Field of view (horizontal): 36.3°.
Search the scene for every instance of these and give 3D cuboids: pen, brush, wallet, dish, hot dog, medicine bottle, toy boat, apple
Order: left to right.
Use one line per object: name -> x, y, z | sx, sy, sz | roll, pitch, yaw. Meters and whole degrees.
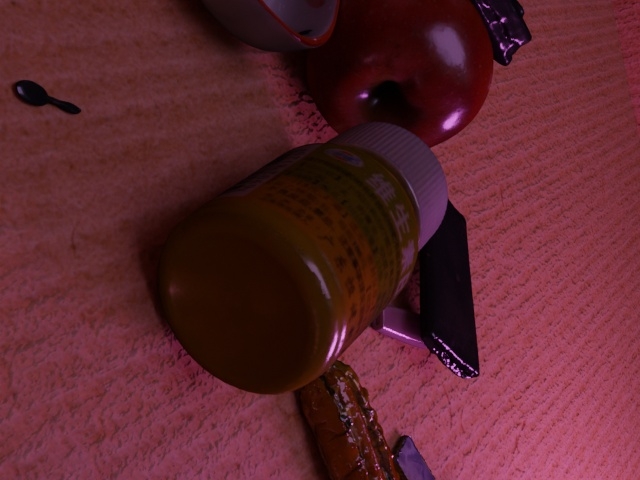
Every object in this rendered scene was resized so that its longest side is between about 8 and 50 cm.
brush -> -0.271, -0.141, 0.974 | 0.083, 0.008, 0.024 | 17, 67, -55
dish -> -0.083, -0.354, 1.218 | 0.256, 0.117, 0.256 | 22, 64, -54
medicine bottle -> 0.000, 0.000, 1.161 | 0.384, 0.224, 0.224 | -41, 116, -54
hot dog -> 0.044, 0.280, 1.303 | 0.115, 0.072, 0.268 | -42, 118, -44
apple -> 0.106, -0.255, 1.360 | 0.260, 0.261, 0.216 | 55, 35, -35
pen -> 0.141, 0.136, 1.522 | 0.197, 0.032, 0.053 | 24, 61, -50
toy boat -> 0.144, 0.354, 1.468 | 0.115, 0.016, 0.063 | 60, 35, -15
wallet -> 0.201, 0.055, 1.591 | 0.170, 0.044, 0.321 | 42, 38, -43

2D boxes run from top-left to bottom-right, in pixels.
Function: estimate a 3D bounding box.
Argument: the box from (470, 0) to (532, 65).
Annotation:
box -> 0.160, -0.451, 1.473 | 0.359, 0.091, 0.350 | 46, 6, -40
